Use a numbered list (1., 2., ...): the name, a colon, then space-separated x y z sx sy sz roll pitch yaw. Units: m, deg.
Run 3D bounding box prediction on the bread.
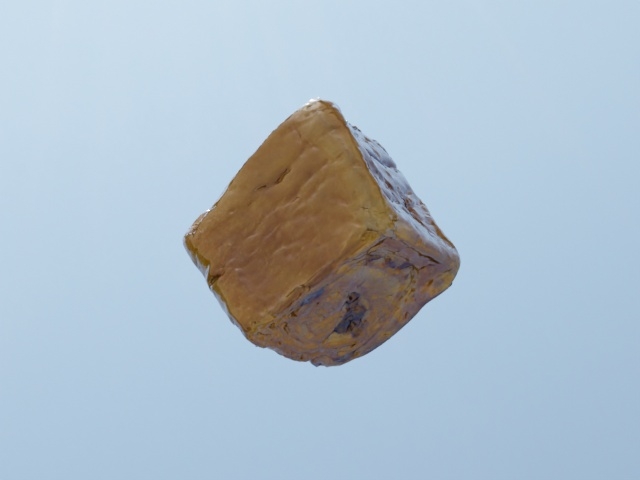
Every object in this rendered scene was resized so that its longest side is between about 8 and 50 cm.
1. bread: 0.000 0.000 1.153 0.158 0.149 0.143 -42 -121 6
